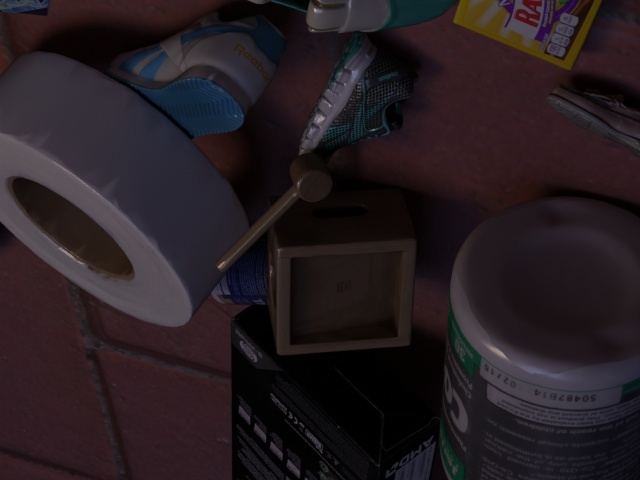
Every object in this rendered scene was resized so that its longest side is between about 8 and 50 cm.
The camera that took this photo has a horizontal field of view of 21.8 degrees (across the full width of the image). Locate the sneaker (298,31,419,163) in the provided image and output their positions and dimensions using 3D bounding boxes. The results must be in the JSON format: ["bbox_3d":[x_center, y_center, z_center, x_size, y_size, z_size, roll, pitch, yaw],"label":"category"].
[{"bbox_3d":[0.033,-0.107,1.450,0.076,0.065,0.166,25,145,-5],"label":"sneaker"}]

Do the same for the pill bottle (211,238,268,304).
[{"bbox_3d":[-0.048,0.031,1.656,0.120,0.067,0.067,-1,136,31],"label":"pill bottle"}]

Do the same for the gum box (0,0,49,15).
[{"bbox_3d":[-0.301,-0.261,1.403,0.157,0.041,0.184,2,152,-13],"label":"gum box"}]

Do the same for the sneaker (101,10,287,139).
[{"bbox_3d":[-0.111,-0.148,1.468,0.087,0.092,0.228,47,158,-29],"label":"sneaker"}]

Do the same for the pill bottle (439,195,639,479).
[{"bbox_3d":[0.213,0.147,1.530,0.204,0.204,0.361,15,141,14],"label":"pill bottle"}]

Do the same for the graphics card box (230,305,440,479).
[{"bbox_3d":[0.006,0.238,1.781,0.233,0.094,0.371,43,152,28],"label":"graphics card box"}]

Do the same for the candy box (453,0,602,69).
[{"bbox_3d":[0.174,-0.221,1.256,0.105,0.027,0.206,25,143,7],"label":"candy box"}]

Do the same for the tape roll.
[{"bbox_3d":[-0.207,-0.045,1.566,0.286,0.100,0.286,30,158,14],"label":"tape roll"}]

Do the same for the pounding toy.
[{"bbox_3d":[-0.009,-0.004,1.520,0.181,0.094,0.206,-4,127,-7],"label":"pounding toy"}]

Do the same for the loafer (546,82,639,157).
[{"bbox_3d":[0.246,-0.099,1.360,0.125,0.039,0.045,29,176,0],"label":"loafer"}]

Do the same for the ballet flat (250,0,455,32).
[{"bbox_3d":[-0.016,-0.208,1.331,0.247,0.087,0.083,19,142,8],"label":"ballet flat"}]
